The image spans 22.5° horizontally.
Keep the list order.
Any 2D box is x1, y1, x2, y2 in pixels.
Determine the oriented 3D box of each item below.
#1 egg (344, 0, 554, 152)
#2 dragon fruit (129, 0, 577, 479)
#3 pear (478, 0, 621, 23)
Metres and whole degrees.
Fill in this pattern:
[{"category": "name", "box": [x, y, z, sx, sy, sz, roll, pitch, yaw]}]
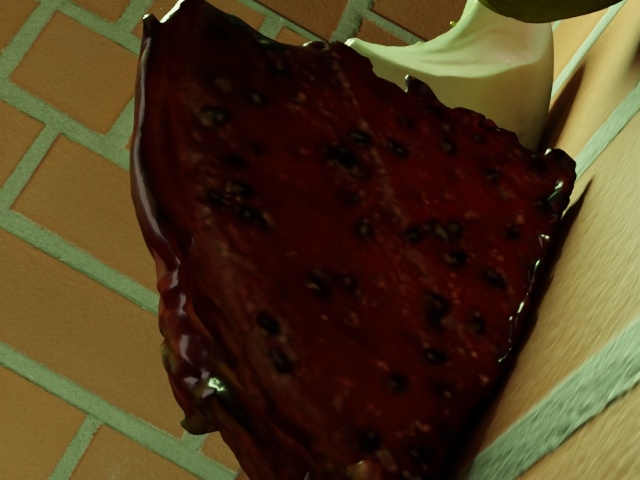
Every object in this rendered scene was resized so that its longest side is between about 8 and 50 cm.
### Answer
[{"category": "egg", "box": [0.102, -0.097, 1.289, 0.271, 0.162, 0.206, -26, -52, -25]}, {"category": "dragon fruit", "box": [-0.034, 0.064, 0.920, 0.228, 0.286, 0.329, -54, 14, 47]}, {"category": "pear", "box": [0.171, -0.292, 1.045, 0.307, 0.253, 0.253, -48, 3, 13]}]
